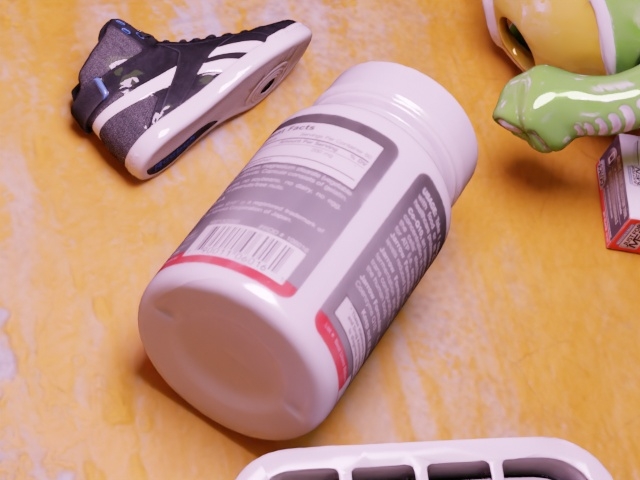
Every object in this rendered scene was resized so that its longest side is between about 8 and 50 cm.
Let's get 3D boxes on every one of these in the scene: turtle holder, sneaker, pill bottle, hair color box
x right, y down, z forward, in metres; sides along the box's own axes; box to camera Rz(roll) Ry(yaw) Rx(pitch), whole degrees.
[{"bbox_3d":[0.262,-0.199,1.606,0.227,0.243,0.320,6,75,22],"label":"turtle holder"},{"bbox_3d":[-0.113,-0.152,1.508,0.121,0.079,0.217,43,54,11],"label":"sneaker"},{"bbox_3d":[0.000,0.000,1.389,0.161,0.161,0.283,33,51,5],"label":"pill bottle"},{"bbox_3d":[0.330,-0.031,1.605,0.167,0.053,0.093,10,54,-15],"label":"hair color box"}]

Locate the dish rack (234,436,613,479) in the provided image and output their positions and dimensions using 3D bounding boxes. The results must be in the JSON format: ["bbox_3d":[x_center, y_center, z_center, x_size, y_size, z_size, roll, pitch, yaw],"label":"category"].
[{"bbox_3d":[0.085,0.299,1.246,0.286,0.072,0.332,-1,56,-12],"label":"dish rack"}]
